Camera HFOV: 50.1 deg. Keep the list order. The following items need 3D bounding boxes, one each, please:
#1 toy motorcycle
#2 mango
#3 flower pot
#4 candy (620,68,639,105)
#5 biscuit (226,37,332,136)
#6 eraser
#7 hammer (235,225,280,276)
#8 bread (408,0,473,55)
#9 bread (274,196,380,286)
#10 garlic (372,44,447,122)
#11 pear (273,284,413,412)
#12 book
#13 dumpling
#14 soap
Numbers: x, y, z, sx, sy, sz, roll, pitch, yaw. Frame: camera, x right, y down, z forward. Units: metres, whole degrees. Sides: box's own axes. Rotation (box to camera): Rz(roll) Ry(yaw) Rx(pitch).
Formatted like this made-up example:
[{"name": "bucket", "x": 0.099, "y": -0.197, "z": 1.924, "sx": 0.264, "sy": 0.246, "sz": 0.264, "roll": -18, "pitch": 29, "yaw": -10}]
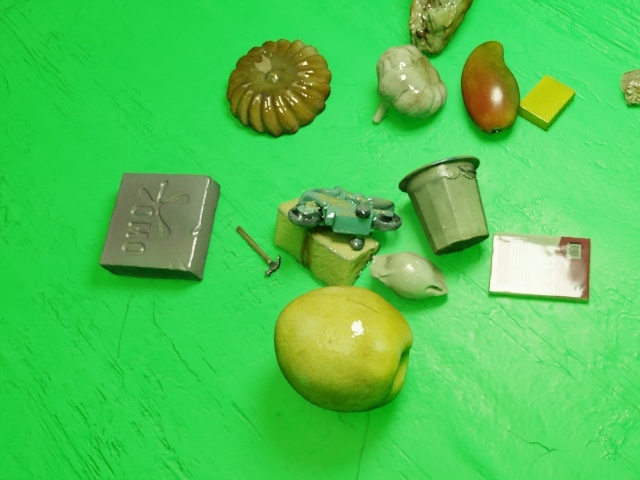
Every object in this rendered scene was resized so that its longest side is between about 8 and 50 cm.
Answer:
[{"name": "toy motorcycle", "x": 0.057, "y": -0.073, "z": 1.756, "sx": 0.296, "sy": 0.109, "sz": 0.198, "roll": 5, "pitch": 29, "yaw": -11}, {"name": "mango", "x": 0.447, "y": -0.413, "z": 1.830, "sx": 0.146, "sy": 0.129, "sz": 0.289, "roll": -35, "pitch": 46, "yaw": 32}, {"name": "flower pot", "x": 0.324, "y": -0.079, "z": 1.699, "sx": 0.212, "sy": 0.212, "sz": 0.203, "roll": -19, "pitch": 77, "yaw": 7}, {"name": "candy", "x": 0.827, "y": -0.396, "z": 1.750, "sx": 0.110, "sy": 0.085, "sz": 0.095, "roll": -1, "pitch": 59, "yaw": 27}, {"name": "biscuit", "x": -0.128, "y": -0.464, "z": 2.023, "sx": 0.325, "sy": 0.107, "sz": 0.326, "roll": -4, "pitch": 69, "yaw": 11}, {"name": "eraser", "x": 0.597, "y": -0.365, "z": 1.813, "sx": 0.097, "sy": 0.045, "sz": 0.122, "roll": 38, "pitch": 81, "yaw": 26}, {"name": "hammer", "x": -0.173, "y": 0.018, "z": 1.877, "sx": 0.062, "sy": 0.017, "sz": 0.182, "roll": -42, "pitch": 63, "yaw": -5}, {"name": "bread", "x": 0.350, "y": -0.736, "z": 1.900, "sx": 0.191, "sy": 0.314, "sz": 0.370, "roll": 8, "pitch": 65, "yaw": 9}, {"name": "bread", "x": 0.000, "y": 0.000, "z": 1.792, "sx": 0.266, "sy": 0.142, "sz": 0.178, "roll": 34, "pitch": 95, "yaw": 26}, {"name": "garlic", "x": 0.216, "y": -0.408, "z": 1.877, "sx": 0.212, "sy": 0.218, "sz": 0.218, "roll": -36, "pitch": 58, "yaw": 37}, {"name": "pear", "x": 0.052, "y": 0.250, "z": 1.565, "sx": 0.314, "sy": 0.314, "sz": 0.314, "roll": -5, "pitch": 67, "yaw": 13}, {"name": "book", "x": 0.532, "y": 0.062, "z": 1.665, "sx": 0.232, "sy": 0.022, "sz": 0.162, "roll": 3, "pitch": 67, "yaw": 17}, {"name": "dumpling", "x": 0.225, "y": 0.077, "z": 1.705, "sx": 0.111, "sy": 0.181, "sz": 0.155, "roll": -43, "pitch": 23, "yaw": 33}, {"name": "soap", "x": -0.444, "y": -0.041, "z": 1.929, "sx": 0.285, "sy": 0.107, "sz": 0.296, "roll": 2, "pitch": 69, "yaw": 13}]
